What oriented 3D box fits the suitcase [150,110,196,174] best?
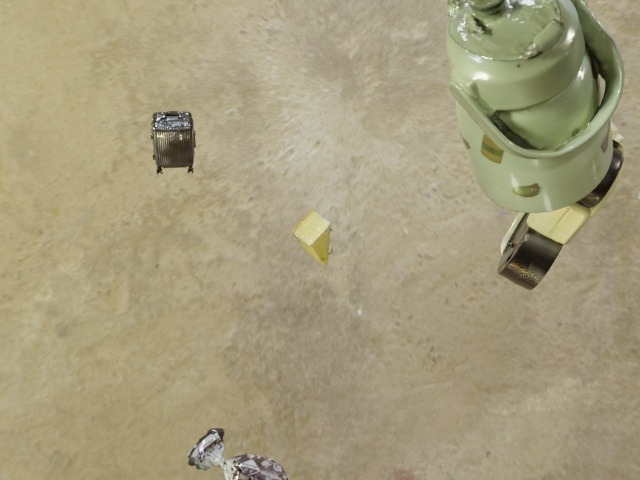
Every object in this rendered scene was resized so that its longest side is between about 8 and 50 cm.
[{"bbox_3d":[-0.287,-0.193,1.484,0.086,0.059,0.126,-4,141,-10],"label":"suitcase"}]

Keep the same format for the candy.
[{"bbox_3d":[-0.081,0.341,1.089,0.226,0.094,0.051,25,113,0],"label":"candy"}]

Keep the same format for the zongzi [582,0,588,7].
[{"bbox_3d":[0.417,-0.328,1.259,0.052,0.104,0.113,9,70,-5],"label":"zongzi"}]

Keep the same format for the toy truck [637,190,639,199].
[{"bbox_3d":[0.502,-0.110,0.927,0.242,0.101,0.125,-34,56,-27],"label":"toy truck"}]

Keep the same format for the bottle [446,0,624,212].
[{"bbox_3d":[0.283,-0.200,1.013,0.229,0.352,0.229,-10,60,18],"label":"bottle"}]

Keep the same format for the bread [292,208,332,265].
[{"bbox_3d":[0.000,0.000,1.795,0.080,0.084,0.109,-45,135,-8],"label":"bread"}]

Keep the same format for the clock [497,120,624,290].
[{"bbox_3d":[0.439,-0.080,1.373,0.120,0.276,0.379,29,140,3],"label":"clock"}]
